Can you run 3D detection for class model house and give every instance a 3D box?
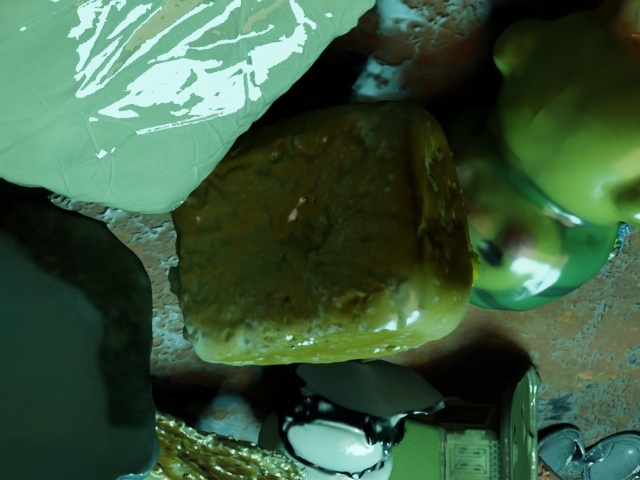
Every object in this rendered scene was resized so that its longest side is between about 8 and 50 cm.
[{"bbox_3d":[-0.332,0.167,0.982,0.360,0.297,0.339,-2,150,-23],"label":"model house"},{"bbox_3d":[0.104,0.253,1.441,0.278,0.218,0.205,1,-173,16],"label":"model house"}]

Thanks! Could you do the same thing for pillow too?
[{"bbox_3d":[-0.142,-0.117,0.827,0.280,0.076,0.274,15,137,-40],"label":"pillow"}]

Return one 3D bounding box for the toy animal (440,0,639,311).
[{"bbox_3d":[0.221,-0.081,1.075,0.338,0.216,0.191,-49,162,29],"label":"toy animal"}]

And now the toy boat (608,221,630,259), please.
[{"bbox_3d":[0.286,-0.024,1.268,0.060,0.061,0.137,-20,139,-6],"label":"toy boat"}]

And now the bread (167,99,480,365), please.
[{"bbox_3d":[0.000,0.000,1.024,0.246,0.195,0.176,-11,168,25],"label":"bread"}]

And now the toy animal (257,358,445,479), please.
[{"bbox_3d":[0.021,0.208,1.315,0.166,0.138,0.179,23,127,0],"label":"toy animal"}]

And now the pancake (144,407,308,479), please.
[{"bbox_3d":[-0.138,0.219,1.247,0.244,0.057,0.266,4,145,14],"label":"pancake"}]

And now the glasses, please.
[{"bbox_3d":[0.398,0.344,1.574,0.234,0.268,0.118,14,108,-35],"label":"glasses"}]

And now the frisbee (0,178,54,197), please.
[{"bbox_3d":[-0.275,-0.115,0.889,0.289,0.049,0.289,-13,145,-9],"label":"frisbee"}]
